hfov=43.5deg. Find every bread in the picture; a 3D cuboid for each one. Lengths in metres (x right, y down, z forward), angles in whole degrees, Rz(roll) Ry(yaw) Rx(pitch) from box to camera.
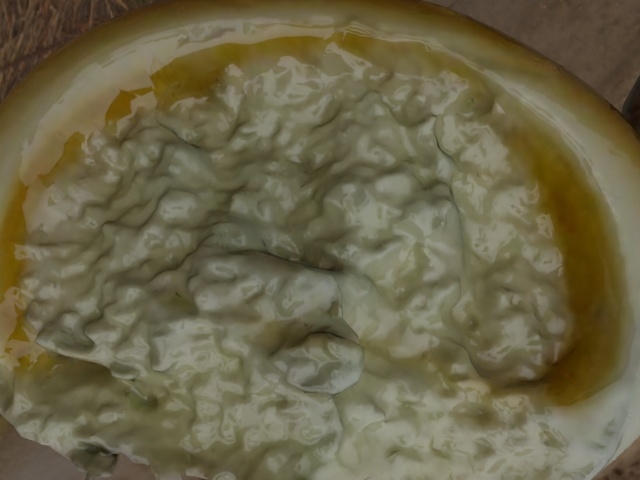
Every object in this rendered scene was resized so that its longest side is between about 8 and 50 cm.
[{"bbox_3d":[-0.003,0.026,0.512,0.423,0.329,0.245,7,148,4],"label":"bread"}]

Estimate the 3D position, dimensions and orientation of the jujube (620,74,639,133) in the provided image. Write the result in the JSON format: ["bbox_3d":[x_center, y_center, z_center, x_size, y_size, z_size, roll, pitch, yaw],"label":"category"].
[{"bbox_3d":[0.336,-0.048,0.620,0.226,0.226,0.317,6,116,-26],"label":"jujube"}]
